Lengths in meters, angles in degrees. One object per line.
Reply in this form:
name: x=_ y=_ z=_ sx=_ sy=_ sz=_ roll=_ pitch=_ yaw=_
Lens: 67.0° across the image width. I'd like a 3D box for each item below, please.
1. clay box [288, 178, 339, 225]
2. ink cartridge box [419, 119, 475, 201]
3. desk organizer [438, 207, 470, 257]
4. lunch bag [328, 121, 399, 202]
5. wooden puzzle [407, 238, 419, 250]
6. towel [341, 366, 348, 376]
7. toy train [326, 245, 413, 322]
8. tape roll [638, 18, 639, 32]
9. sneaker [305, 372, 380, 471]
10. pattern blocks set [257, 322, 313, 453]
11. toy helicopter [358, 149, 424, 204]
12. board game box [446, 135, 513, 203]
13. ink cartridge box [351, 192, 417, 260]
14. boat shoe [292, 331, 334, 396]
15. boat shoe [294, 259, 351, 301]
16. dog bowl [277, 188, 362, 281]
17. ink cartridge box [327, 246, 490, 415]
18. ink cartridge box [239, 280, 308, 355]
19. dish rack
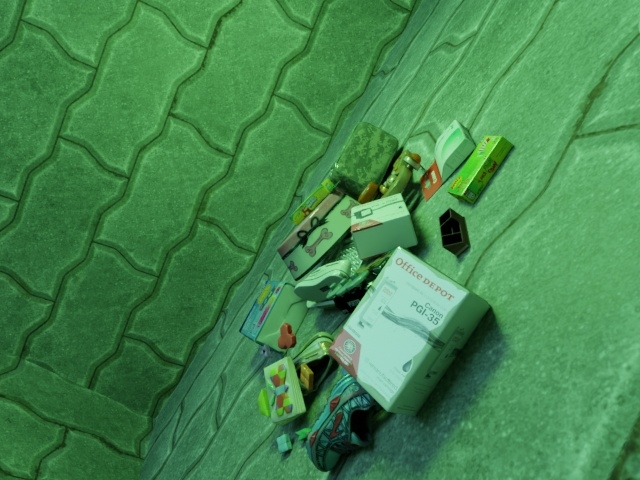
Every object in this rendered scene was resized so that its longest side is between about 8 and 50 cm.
clay box: x=-0.021 y=-0.162 z=1.891 sx=0.222 sy=0.053 sz=0.127 roll=-45 pitch=3 yaw=20
ink cartridge box: x=0.379 y=-0.255 z=1.524 sx=0.225 sy=0.056 sz=0.181 roll=-48 pitch=17 yaw=28
desk organizer: x=0.333 y=-0.022 z=1.211 sx=0.047 sy=0.050 sz=0.130 roll=-48 pitch=18 yaw=33
lunch bag: x=0.163 y=-0.300 z=2.034 sx=0.305 sy=0.212 sz=0.256 roll=-63 pitch=-1 yaw=-22
wooden puzzle: x=0.259 y=0.016 z=1.449 sx=0.079 sy=0.014 sz=0.116 roll=-62 pitch=15 yaw=4
towel: x=0.156 y=0.283 z=1.199 sx=0.336 sy=0.040 sz=0.243 roll=-50 pitch=18 yaw=28
toy train: x=0.143 y=0.126 z=1.336 sx=0.190 sy=0.142 sz=0.334 roll=-40 pitch=0 yaw=-21
tape roll: x=0.687 y=-0.427 z=0.845 sx=0.219 sy=0.072 sz=0.219 roll=-51 pitch=17 yaw=22
sneaker: x=0.053 y=0.435 z=1.094 sx=0.125 sy=0.104 sz=0.262 roll=39 pitch=115 yaw=48
pattern blocks set: x=-0.112 y=0.446 z=1.443 sx=0.285 sy=0.026 sz=0.325 roll=-52 pitch=48 yaw=33
toy helicopter: x=0.276 y=-0.239 z=1.682 sx=0.235 sy=0.140 sz=0.355 roll=-52 pitch=6 yaw=37
board game box: x=0.420 y=-0.189 z=1.280 sx=0.181 sy=0.043 sz=0.092 roll=-57 pitch=15 yaw=5
ink cartridge box: x=0.184 y=-0.047 z=1.453 sx=0.171 sy=0.100 sz=0.237 roll=-16 pitch=18 yaw=9
boat shoe: x=-0.061 y=0.418 z=1.481 sx=0.302 sy=0.113 sz=0.103 roll=-56 pitch=14 yaw=16
boat shoe: x=0.009 y=0.129 z=1.602 sx=0.267 sy=0.096 sz=0.088 roll=-35 pitch=24 yaw=51
dog bowl: x=-0.007 y=-0.034 z=1.915 sx=0.408 sy=0.150 sz=0.408 roll=-45 pitch=3 yaw=3
ink cartridge box: x=0.179 y=0.184 z=1.014 sx=0.207 sy=0.117 sz=0.283 roll=37 pitch=95 yaw=43
ink cartridge box: x=-0.205 y=0.320 z=2.073 sx=0.270 sy=0.151 sz=0.395 roll=-62 pitch=14 yaw=-13
dish rack: x=0.087 y=0.116 z=1.684 sx=0.286 sy=0.072 sz=0.333 roll=-63 pitch=16 yaw=-21
